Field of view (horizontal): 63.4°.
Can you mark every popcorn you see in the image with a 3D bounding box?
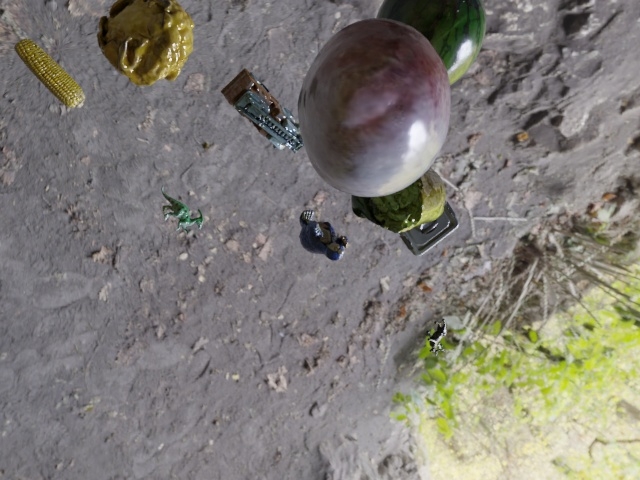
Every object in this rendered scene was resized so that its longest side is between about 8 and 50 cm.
[{"bbox_3d":[-0.450,-0.516,1.340,0.250,0.250,0.190,-64,158,6],"label":"popcorn"}]

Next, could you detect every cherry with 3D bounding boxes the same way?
[{"bbox_3d":[0.091,-0.227,0.952,0.291,0.335,0.327,11,127,0],"label":"cherry"}]

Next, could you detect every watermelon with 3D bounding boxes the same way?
[{"bbox_3d":[0.322,-0.621,1.559,0.362,0.363,0.364,-9,112,-24],"label":"watermelon"}]

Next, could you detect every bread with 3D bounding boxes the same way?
[{"bbox_3d":[0.258,-0.156,1.639,0.376,0.251,0.209,-14,126,-61],"label":"bread"}]

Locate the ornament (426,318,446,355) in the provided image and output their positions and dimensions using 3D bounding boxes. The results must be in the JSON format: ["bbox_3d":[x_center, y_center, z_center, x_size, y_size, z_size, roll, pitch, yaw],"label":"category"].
[{"bbox_3d":[0.307,0.256,1.351,0.073,0.028,0.125,-47,139,-15],"label":"ornament"}]

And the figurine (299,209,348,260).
[{"bbox_3d":[0.004,0.001,1.692,0.164,0.262,0.121,31,98,-19],"label":"figurine"}]

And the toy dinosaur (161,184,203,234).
[{"bbox_3d":[-0.224,-0.051,0.841,0.062,0.021,0.084,-7,93,-19],"label":"toy dinosaur"}]

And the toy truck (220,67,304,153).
[{"bbox_3d":[-0.188,-0.436,1.861,0.133,0.185,0.338,-39,137,13],"label":"toy truck"}]

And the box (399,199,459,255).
[{"bbox_3d":[0.405,-0.065,2.014,0.227,0.130,0.162,-37,106,-1],"label":"box"}]

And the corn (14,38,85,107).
[{"bbox_3d":[-0.701,-0.432,1.349,0.067,0.067,0.206,-43,112,-7],"label":"corn"}]
